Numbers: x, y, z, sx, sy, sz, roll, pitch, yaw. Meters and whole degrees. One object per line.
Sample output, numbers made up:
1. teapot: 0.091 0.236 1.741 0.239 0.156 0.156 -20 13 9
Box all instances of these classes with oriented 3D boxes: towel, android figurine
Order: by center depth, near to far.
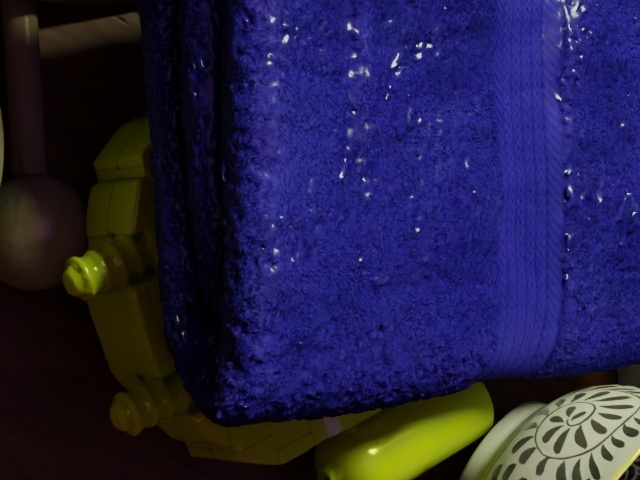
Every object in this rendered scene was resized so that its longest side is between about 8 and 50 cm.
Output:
1. towel: 0.063 -0.043 0.772 0.308 0.076 0.227 -5 89 -42
2. android figurine: 0.000 0.000 0.803 0.273 0.056 0.248 -24 103 -37

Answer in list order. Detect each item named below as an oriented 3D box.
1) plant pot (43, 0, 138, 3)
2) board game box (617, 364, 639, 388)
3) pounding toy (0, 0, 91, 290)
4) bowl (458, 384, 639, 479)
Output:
1. plant pot: -0.041 -0.337 0.712 0.366 0.366 0.353 -16 80 -27
2. board game box: 0.193 -0.020 0.888 0.039 0.124 0.259 -4 86 -26
3. pounding toy: -0.218 -0.049 0.719 0.237 0.110 0.183 1 71 -55
4. bowl: 0.118 0.129 0.844 0.080 0.170 0.170 35 62 28
